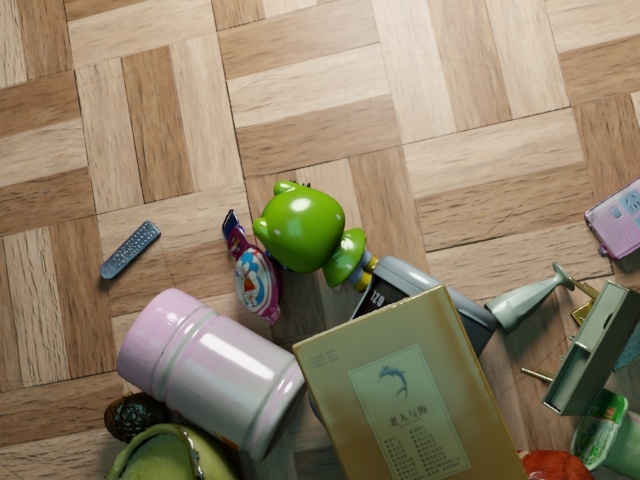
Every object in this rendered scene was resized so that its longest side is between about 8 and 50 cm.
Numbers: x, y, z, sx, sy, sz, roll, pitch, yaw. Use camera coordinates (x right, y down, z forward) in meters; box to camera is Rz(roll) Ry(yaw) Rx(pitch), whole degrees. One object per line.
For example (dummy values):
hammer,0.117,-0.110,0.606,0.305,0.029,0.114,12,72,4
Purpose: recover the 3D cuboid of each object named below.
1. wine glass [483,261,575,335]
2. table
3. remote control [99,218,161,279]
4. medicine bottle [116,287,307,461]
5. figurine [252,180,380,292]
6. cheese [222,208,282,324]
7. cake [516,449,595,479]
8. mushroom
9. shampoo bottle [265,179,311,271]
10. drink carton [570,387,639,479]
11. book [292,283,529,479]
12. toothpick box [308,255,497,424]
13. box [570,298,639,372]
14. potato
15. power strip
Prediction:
wine glass,0.389,0.109,1.198,0.155,0.073,0.073,-31,81,2
table,0.458,0.177,1.138,0.111,0.122,0.240,33,101,43
remote control,-0.401,0.023,1.350,0.152,0.027,0.043,-44,74,1
medicine bottle,-0.193,0.247,1.206,0.316,0.202,0.202,29,89,10
figurine,0.000,0.000,1.207,0.263,0.143,0.162,34,81,-22
cheese,-0.139,0.052,1.264,0.062,0.155,0.244,-13,65,-35
cake,0.332,0.458,1.090,0.283,0.151,0.177,-13,88,32
mushroom,-0.367,0.352,1.282,0.126,0.085,0.109,-30,82,11
shampoo bottle,-0.057,-0.031,1.289,0.087,0.050,0.183,10,87,12
drink carton,0.540,0.357,1.120,0.142,0.146,0.144,25,88,2
book,0.147,0.294,1.007,0.269,0.032,0.388,-22,86,5
toothpick box,0.136,0.236,1.150,0.263,0.263,0.354,31,91,10
box,0.541,0.165,1.192,0.090,0.023,0.133,-35,80,3
potato,-0.235,0.483,1.206,0.330,0.213,0.280,-17,71,31
power strip,0.626,-0.076,1.194,0.279,0.037,0.109,-34,81,4
